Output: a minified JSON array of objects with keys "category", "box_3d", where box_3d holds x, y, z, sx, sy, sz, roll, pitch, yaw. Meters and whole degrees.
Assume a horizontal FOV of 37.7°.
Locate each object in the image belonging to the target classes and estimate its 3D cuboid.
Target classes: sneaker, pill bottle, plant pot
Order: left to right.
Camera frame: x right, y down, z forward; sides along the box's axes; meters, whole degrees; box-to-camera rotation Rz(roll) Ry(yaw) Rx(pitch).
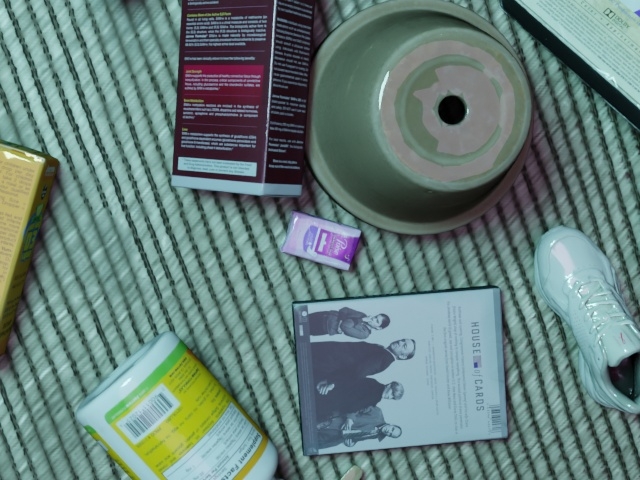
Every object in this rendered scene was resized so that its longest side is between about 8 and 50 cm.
[{"category":"pill bottle","box_3d":[-0.133,0.230,1.013,0.136,0.136,0.245,-40,97,0]},{"category":"plant pot","box_3d":[0.110,-0.131,0.953,0.263,0.229,0.263,0,94,-4]},{"category":"sneaker","box_3d":[0.318,0.089,1.044,0.090,0.115,0.232,-28,97,-1]}]

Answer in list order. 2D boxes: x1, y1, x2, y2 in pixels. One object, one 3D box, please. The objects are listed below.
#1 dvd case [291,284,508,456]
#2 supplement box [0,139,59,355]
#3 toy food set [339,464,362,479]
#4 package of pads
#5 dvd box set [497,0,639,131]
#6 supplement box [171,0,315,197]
[{"category":"dvd case","box_3d":[0.092,0.149,1.077,0.239,0.029,0.179,-4,95,-4]},{"category":"supplement box","box_3d":[-0.353,0.011,1.006,0.080,0.078,0.233,15,95,-6]},{"category":"toy food set","box_3d":[0.068,0.360,1.096,0.192,0.038,0.132,44,84,-2]},{"category":"package of pads","box_3d":[0.000,0.000,1.054,0.083,0.032,0.050,16,97,-6]},{"category":"dvd box set","box_3d":[0.443,-0.309,0.992,0.420,0.062,0.307,-44,74,0]},{"category":"supplement box","box_3d":[-0.081,-0.170,0.983,0.130,0.073,0.239,8,97,35]}]
